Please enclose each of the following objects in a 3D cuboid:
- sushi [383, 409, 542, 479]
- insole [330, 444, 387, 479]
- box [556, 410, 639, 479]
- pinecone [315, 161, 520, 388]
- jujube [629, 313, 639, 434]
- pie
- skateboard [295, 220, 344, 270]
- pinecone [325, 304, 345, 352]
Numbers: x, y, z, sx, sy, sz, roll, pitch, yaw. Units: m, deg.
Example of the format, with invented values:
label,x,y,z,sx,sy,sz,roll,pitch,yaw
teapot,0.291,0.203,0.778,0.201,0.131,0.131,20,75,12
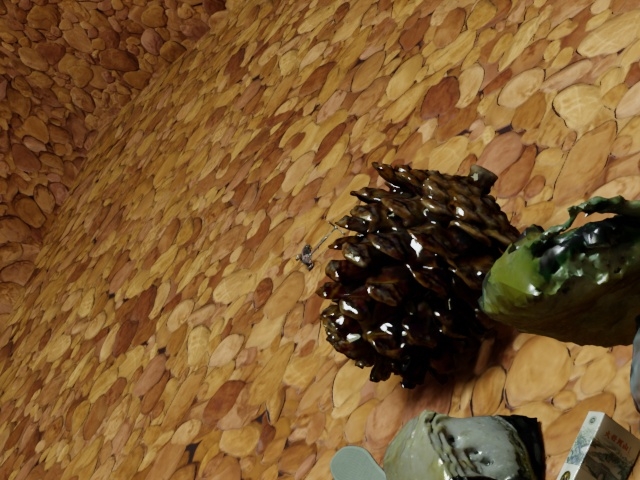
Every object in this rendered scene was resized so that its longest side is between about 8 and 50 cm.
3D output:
label,x,y,z,sx,sy,sz,roll,pitch,yaw
sushi,0.130,0.260,1.061,0.134,0.109,0.273,-40,27,28
insole,0.046,0.272,1.333,0.053,0.002,0.153,-53,23,-3
box,0.243,0.199,1.010,0.083,0.054,0.024,-60,20,-17
pinecone,0.110,0.032,1.293,0.272,0.224,0.224,-53,23,8
jujube,0.329,0.132,0.748,0.226,0.226,0.317,-47,28,12
pie,0.302,0.002,0.918,0.371,0.296,0.078,-19,67,-1
skateboard,0.000,0.000,1.778,0.083,0.032,0.064,-45,14,22
pinecone,0.042,0.110,1.489,0.077,0.077,0.083,-48,14,9
